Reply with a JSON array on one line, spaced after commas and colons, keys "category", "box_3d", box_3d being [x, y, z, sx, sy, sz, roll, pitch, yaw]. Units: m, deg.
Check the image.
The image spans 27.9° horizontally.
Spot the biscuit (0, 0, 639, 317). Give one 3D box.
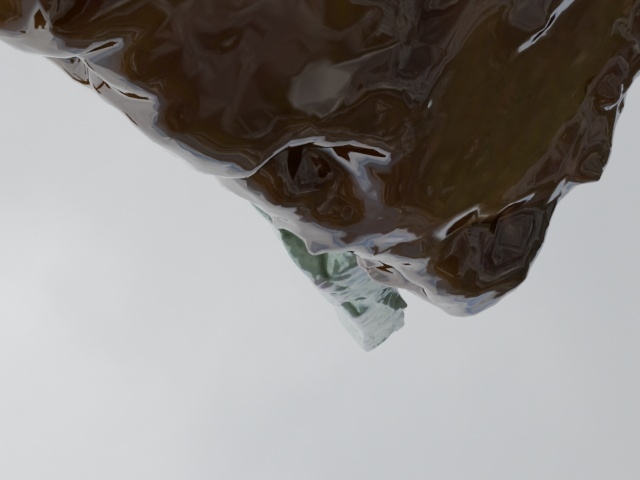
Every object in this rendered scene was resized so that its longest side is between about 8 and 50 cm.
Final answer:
[{"category": "biscuit", "box_3d": [0.058, -0.194, 0.466, 0.395, 0.166, 0.342, -52, -35, 5]}]

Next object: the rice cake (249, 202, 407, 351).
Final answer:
[{"category": "rice cake", "box_3d": [0.000, 0.000, 0.763, 0.043, 0.127, 0.237, -37, -14, 0]}]
